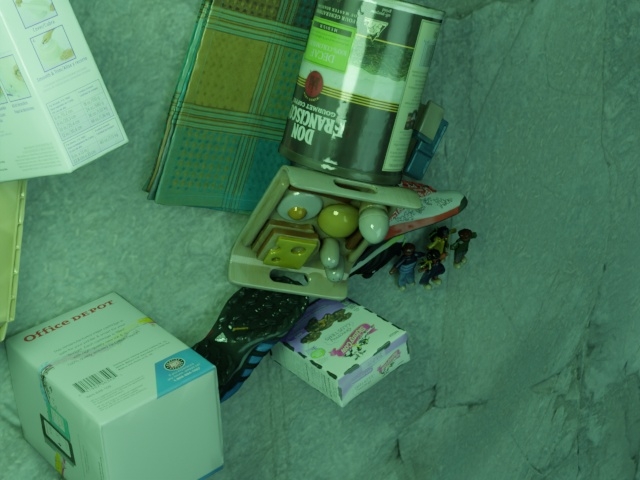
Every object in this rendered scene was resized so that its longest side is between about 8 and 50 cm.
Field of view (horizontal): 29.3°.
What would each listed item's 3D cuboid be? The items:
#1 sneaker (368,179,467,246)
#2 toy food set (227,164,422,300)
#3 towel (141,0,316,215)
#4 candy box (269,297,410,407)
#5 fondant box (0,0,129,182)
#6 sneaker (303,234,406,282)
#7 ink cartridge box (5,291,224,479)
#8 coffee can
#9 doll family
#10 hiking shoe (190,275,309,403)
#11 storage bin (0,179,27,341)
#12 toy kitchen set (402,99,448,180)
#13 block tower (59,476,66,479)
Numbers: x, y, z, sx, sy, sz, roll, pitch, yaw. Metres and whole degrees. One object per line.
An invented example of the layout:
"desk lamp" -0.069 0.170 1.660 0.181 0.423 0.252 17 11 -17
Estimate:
"sneaker" 0.135 -0.087 2.150 0.270 0.090 0.145 -20 97 -27
"toy food set" 0.000 0.000 1.963 0.219 0.092 0.306 9 144 -21
"towel" -0.120 -0.223 1.917 0.271 0.040 0.370 8 103 -47
"candy box" 0.031 0.186 2.156 0.165 0.196 0.070 -31 130 -29
"fondant box" -0.380 -0.236 1.432 0.096 0.238 0.330 -35 111 -36
"sneaker" 0.074 0.039 2.203 0.234 0.084 0.097 -30 131 -29
"ink cartridge box" -0.304 0.241 1.811 0.198 0.270 0.197 -25 128 -33
"coffee can" 0.063 -0.246 1.907 0.201 0.201 0.275 3 107 -44
"doll family" 0.214 0.026 2.334 0.193 0.076 0.111 -39 152 -29
"hiking shoe" -0.141 0.175 2.078 0.304 0.113 0.132 -40 164 -30
"storage bin" -0.532 0.014 1.584 0.262 0.123 0.260 -8 117 -42
"toy kitchen set" 0.170 -0.173 2.122 0.207 0.166 0.122 23 94 -47
"block tower" -0.426 0.513 1.969 0.091 0.097 0.335 32 86 -48
